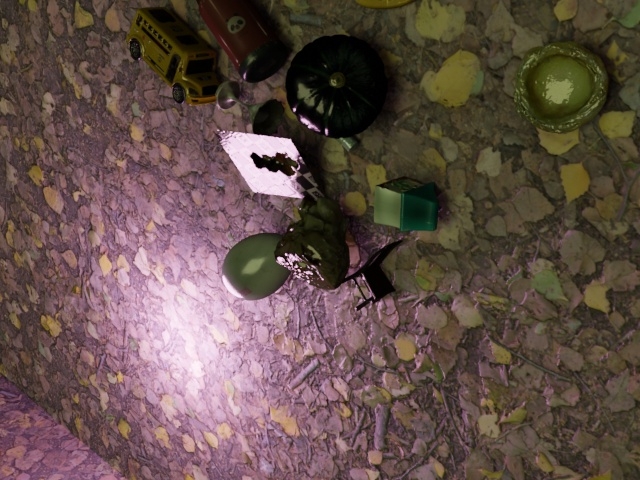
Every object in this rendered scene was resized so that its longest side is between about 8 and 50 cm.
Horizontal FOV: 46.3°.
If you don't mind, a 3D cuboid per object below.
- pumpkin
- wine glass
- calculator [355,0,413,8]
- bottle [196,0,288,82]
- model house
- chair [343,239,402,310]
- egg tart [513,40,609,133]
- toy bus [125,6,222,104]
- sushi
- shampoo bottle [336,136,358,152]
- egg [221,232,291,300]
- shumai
[{"bbox_3d":[0.039,-0.368,1.820,0.248,0.248,0.248,17,117,36],"label":"pumpkin"},{"bbox_3d":[-0.204,-0.370,2.087,0.183,0.122,0.122,33,126,32],"label":"wine glass"},{"bbox_3d":[0.140,-0.614,1.738,0.234,0.032,0.146,16,116,35],"label":"calculator"},{"bbox_3d":[-0.230,-0.593,2.003,0.336,0.144,0.144,57,133,11],"label":"bottle"},{"bbox_3d":[0.220,-0.085,1.807,0.149,0.127,0.101,21,119,38],"label":"model house"},{"bbox_3d":[0.158,0.092,1.963,0.212,0.084,0.101,-39,76,43],"label":"chair"},{"bbox_3d":[0.491,-0.311,1.513,0.197,0.078,0.197,17,119,34],"label":"egg tart"},{"bbox_3d":[-0.417,-0.537,2.185,0.331,0.145,0.151,45,129,21],"label":"toy bus"},{"bbox_3d":[-0.130,-0.223,2.078,0.290,0.050,0.264,11,148,37],"label":"sushi"},{"bbox_3d":[0.026,-0.306,1.953,0.191,0.041,0.069,49,127,16],"label":"shampoo bottle"},{"bbox_3d":[-0.179,0.073,2.186,0.264,0.183,0.183,-36,82,36],"label":"egg"},{"bbox_3d":[-0.001,0.002,2.001,0.256,0.189,0.218,-7,58,61],"label":"shumai"}]
